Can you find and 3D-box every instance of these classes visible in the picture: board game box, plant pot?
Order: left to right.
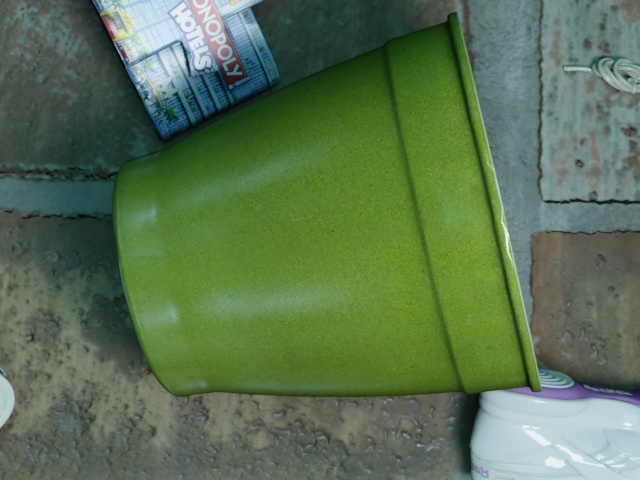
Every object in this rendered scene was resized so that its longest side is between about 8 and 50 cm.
[{"bbox_3d":[-0.121,-0.228,1.526,0.194,0.060,0.194,-28,108,-6],"label":"board game box"},{"bbox_3d":[0.000,0.000,1.409,0.353,0.366,0.366,-12,81,7],"label":"plant pot"}]

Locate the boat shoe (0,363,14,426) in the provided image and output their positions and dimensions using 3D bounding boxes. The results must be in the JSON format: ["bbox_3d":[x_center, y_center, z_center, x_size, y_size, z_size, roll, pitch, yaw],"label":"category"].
[{"bbox_3d":[-0.451,0.214,1.464,0.319,0.116,0.099,-37,41,-2],"label":"boat shoe"}]

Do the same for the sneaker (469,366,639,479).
[{"bbox_3d":[0.296,0.222,1.499,0.305,0.114,0.152,12,103,-3],"label":"sneaker"}]

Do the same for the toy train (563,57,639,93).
[{"bbox_3d":[0.390,-0.171,1.538,0.248,0.143,0.105,11,79,-1],"label":"toy train"}]
